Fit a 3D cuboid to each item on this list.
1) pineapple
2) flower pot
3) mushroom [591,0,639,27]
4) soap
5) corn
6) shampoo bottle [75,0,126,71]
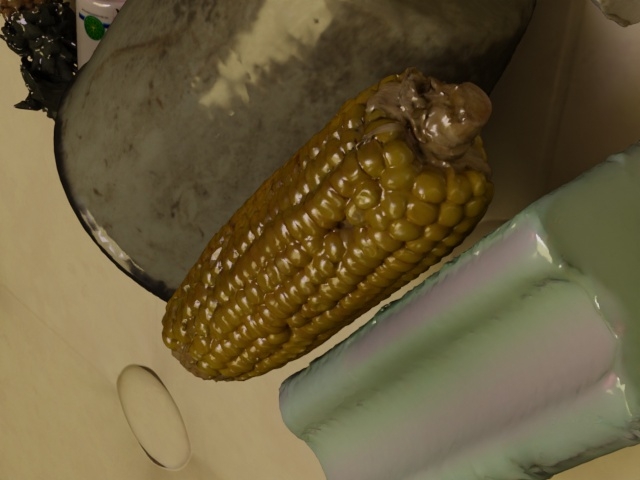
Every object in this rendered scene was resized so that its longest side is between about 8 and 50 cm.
[{"bbox_3d":[-0.302,-0.231,1.477,0.111,0.119,0.237,3,114,65],"label":"pineapple"},{"bbox_3d":[-0.008,-0.133,1.044,0.293,0.293,0.330,56,136,12],"label":"flower pot"},{"bbox_3d":[0.161,-0.246,0.915,0.223,0.092,0.081,59,161,20],"label":"mushroom"},{"bbox_3d":[0.138,0.085,0.991,0.156,0.261,0.446,59,145,8],"label":"soap"},{"bbox_3d":[0.000,0.000,0.909,0.322,0.119,0.119,-38,80,41],"label":"corn"},{"bbox_3d":[-0.208,-0.129,1.440,0.092,0.092,0.303,34,133,35],"label":"shampoo bottle"}]
